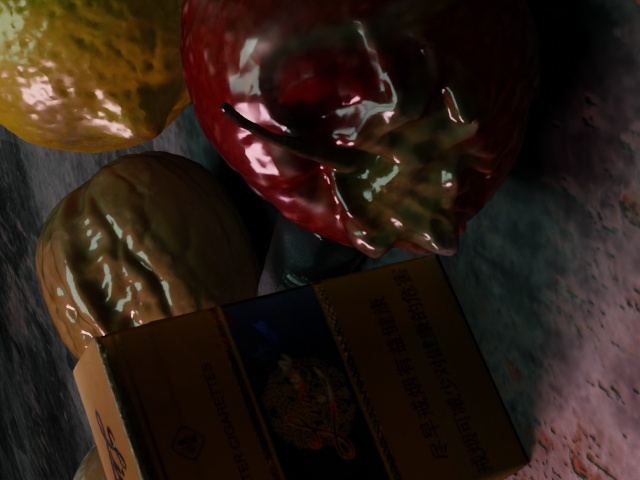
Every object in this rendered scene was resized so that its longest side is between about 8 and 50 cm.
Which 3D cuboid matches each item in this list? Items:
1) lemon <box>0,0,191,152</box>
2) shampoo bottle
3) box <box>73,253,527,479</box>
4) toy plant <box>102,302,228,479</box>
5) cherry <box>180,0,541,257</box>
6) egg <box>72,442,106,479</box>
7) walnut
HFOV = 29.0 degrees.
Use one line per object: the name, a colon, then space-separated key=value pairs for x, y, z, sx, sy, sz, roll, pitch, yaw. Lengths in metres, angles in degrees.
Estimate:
lemon: x=-0.183 y=-0.185 z=0.976 sx=0.228 sy=0.228 sz=0.253 roll=101 pitch=161 yaw=-46
shampoo bottle: x=0.001 y=-0.001 z=0.888 sx=0.063 sy=0.057 sz=0.208 roll=65 pitch=155 yaw=24
box: x=-0.011 y=0.108 z=0.748 sx=0.152 sy=0.237 sz=0.070 roll=67 pitch=153 yaw=17
toy plant: x=-0.076 y=0.226 z=0.918 sx=0.185 sy=0.279 sz=0.400 roll=33 pitch=164 yaw=14
cherry: x=0.009 y=-0.100 z=0.660 sx=0.175 sy=0.192 sz=0.250 roll=-59 pitch=31 yaw=11
egg: x=-0.172 y=0.301 z=1.287 sx=0.203 sy=0.203 sz=0.245 roll=-168 pitch=77 yaw=-65
walnut: x=-0.146 y=0.033 z=1.085 sx=0.213 sy=0.213 sz=0.213 roll=45 pitch=142 yaw=50
